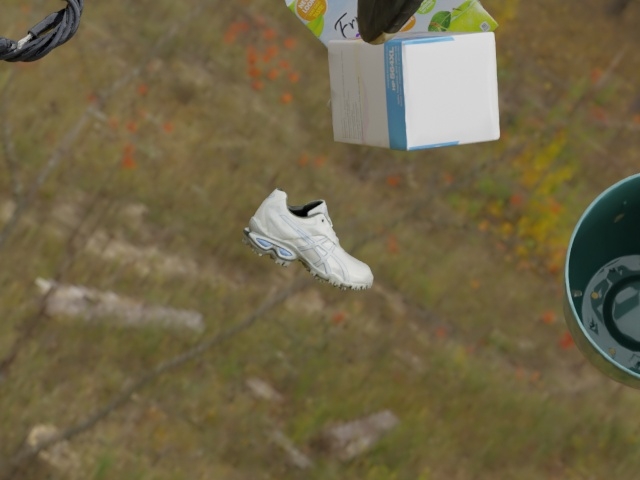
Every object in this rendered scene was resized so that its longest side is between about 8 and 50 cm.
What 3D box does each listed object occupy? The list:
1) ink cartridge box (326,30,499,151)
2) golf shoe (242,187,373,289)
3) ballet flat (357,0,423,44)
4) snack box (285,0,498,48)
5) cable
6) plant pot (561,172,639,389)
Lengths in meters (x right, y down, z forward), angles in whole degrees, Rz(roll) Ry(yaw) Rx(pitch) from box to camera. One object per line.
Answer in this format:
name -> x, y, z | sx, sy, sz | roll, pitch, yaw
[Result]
ink cartridge box -> 0.071, -0.128, 1.370 | 0.092, 0.090, 0.143 | -9, 12, -28
golf shoe -> 0.000, 0.000, 1.879 | 0.176, 0.086, 0.069 | 24, 6, -31
ballet flat -> 0.071, -0.186, 0.990 | 0.049, 0.173, 0.057 | 3, 43, -35
snack box -> 0.084, -0.283, 2.000 | 0.207, 0.174, 0.070 | 43, 12, -23
cable -> -0.355, -0.279, 1.950 | 0.184, 0.150, 0.047 | -96, 168, -48
plant pot -> 0.464, 0.075, 2.240 | 0.293, 0.293, 0.235 | 38, -12, 9
